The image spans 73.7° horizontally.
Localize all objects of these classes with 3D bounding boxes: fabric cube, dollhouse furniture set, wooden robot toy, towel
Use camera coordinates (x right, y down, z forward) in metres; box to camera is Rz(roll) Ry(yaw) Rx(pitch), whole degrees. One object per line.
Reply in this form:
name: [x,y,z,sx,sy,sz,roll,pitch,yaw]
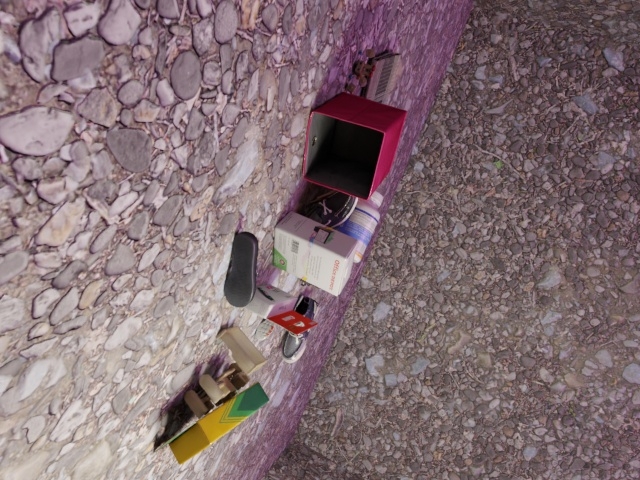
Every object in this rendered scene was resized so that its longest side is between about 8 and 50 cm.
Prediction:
fabric cube: [0.117,-0.334,1.481,0.258,0.259,0.253,-52,158,-49]
dollhouse furniture set: [-0.328,0.430,1.427,0.242,0.161,0.212,-45,166,7]
wooden robot toy: [0.155,-0.610,1.567,0.079,0.077,0.173,-12,125,-85]
towel: [0.237,-0.645,1.848,0.312,0.056,0.323,-42,154,-51]

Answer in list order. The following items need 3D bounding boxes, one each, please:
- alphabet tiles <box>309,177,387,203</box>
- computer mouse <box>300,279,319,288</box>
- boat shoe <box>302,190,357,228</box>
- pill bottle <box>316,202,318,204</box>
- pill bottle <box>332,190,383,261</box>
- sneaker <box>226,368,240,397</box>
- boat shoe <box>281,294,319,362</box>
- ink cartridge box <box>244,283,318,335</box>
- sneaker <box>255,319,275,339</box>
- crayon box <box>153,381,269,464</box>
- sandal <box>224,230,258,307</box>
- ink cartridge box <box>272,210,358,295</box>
alphabet tiles: [0.118,-0.206,1.745,0.011,0.286,0.343,71,20,0]
computer mouse: [-0.027,0.155,2.095,0.188,0.072,0.272,-65,154,-10]
boat shoe: [0.013,-0.094,1.584,0.091,0.114,0.302,14,130,-43]
pill bottle: [0.000,0.000,1.761,0.282,0.161,0.160,-71,164,10]
pill bottle: [0.135,-0.065,1.639,0.271,0.153,0.152,-65,165,-9]
sneaker: [-0.334,0.536,1.634,0.086,0.065,0.192,-57,164,-56]
boat shoe: [-0.117,0.428,2.117,0.158,0.127,0.340,67,41,-61]
ink cartridge box: [-0.136,0.234,1.498,0.060,0.239,0.275,-67,165,3]
sneaker: [-0.211,0.351,1.769,0.157,0.061,0.064,-56,168,-31]
crayon box: [-0.340,0.596,1.376,0.203,0.083,0.323,-43,164,32]
sandal: [-0.222,0.092,1.271,0.054,0.097,0.254,-38,148,-61]
ink cartridge box: [-0.022,0.046,1.533,0.117,0.279,0.201,-51,159,-43]
